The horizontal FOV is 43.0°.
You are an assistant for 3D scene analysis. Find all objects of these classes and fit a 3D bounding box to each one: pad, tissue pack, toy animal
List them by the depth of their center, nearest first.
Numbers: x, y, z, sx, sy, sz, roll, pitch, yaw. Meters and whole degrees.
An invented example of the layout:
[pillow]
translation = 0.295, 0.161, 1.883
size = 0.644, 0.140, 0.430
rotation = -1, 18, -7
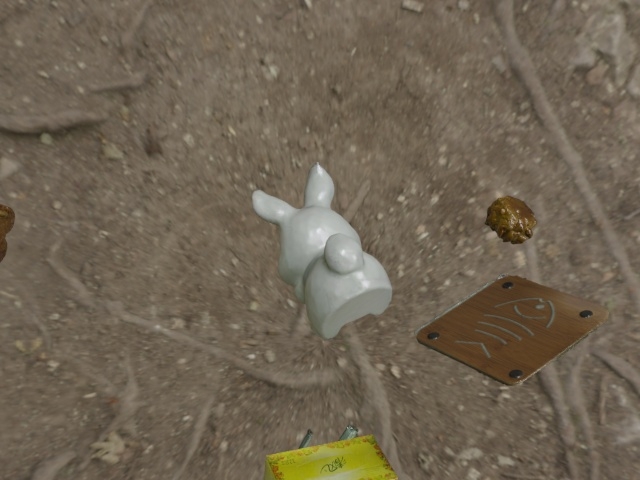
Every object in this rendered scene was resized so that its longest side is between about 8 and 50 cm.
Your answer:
[tissue pack]
translation = 0.014, 0.351, 1.188
size = 0.176, 0.095, 0.062
rotation = -6, 122, -20
[pad]
translation = 0.370, 0.165, 1.587
size = 0.284, 0.286, 0.018
rotation = -28, 118, -26
[toy animal]
translation = 0.001, 0.009, 1.727
size = 0.196, 0.241, 0.367
rotation = -20, 52, -16

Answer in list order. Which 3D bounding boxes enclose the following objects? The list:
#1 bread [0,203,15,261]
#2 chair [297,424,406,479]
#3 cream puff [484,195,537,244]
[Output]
[bread]
translation = -0.673, 0.012, 1.458
size = 0.135, 0.232, 0.246
rotation = 37, 90, 22
[chair]
translation = -0.022, 0.473, 1.473
size = 0.274, 0.203, 0.190
rotation = -54, 54, 18
[cream puff]
translation = 0.426, -0.041, 1.828
size = 0.116, 0.094, 0.122
rotation = 42, 45, 7
